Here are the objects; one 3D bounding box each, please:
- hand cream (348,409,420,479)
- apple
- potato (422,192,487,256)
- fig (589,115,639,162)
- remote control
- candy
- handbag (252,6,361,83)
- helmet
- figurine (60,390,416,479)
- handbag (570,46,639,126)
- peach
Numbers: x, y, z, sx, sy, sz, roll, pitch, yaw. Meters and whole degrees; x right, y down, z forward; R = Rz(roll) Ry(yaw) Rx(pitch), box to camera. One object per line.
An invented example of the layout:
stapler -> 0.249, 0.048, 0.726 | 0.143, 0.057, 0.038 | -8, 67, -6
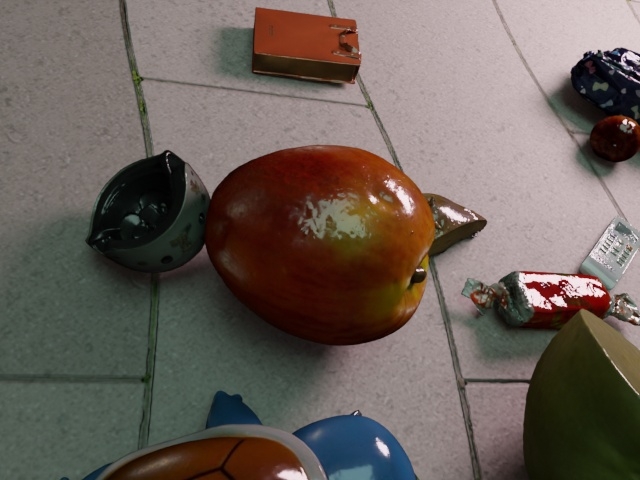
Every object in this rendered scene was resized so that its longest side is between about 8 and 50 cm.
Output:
hand cream -> 0.096, 0.300, 0.656 | 0.080, 0.050, 0.234 | -27, 74, -34
apple -> 0.367, 0.236, 0.591 | 0.360, 0.320, 0.311 | 16, 79, -51
potato -> 0.175, -0.039, 0.870 | 0.172, 0.089, 0.100 | -22, 63, -25
fig -> 0.556, -0.200, 1.099 | 0.089, 0.089, 0.125 | 33, 36, 7
remote control -> 0.478, 0.019, 0.956 | 0.061, 0.029, 0.162 | 44, 52, 12
candy -> 0.343, 0.089, 0.853 | 0.292, 0.059, 0.086 | 4, 56, -15
handbag -> -0.024, -0.346, 1.036 | 0.190, 0.063, 0.127 | 5, 56, -10
helmet -> -0.202, -0.025, 0.736 | 0.153, 0.107, 0.177 | -52, 38, -8
figurine -> -0.113, 0.269, 0.533 | 0.416, 0.243, 0.298 | 1, 46, -38
handbag -> 0.620, -0.293, 1.141 | 0.260, 0.113, 0.162 | 37, 36, 17
peach -> 0.000, 0.000, 0.707 | 0.281, 0.238, 0.281 | 8, 25, -4
